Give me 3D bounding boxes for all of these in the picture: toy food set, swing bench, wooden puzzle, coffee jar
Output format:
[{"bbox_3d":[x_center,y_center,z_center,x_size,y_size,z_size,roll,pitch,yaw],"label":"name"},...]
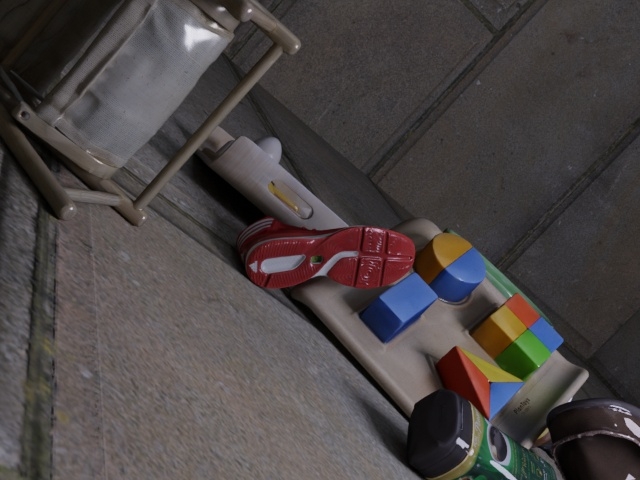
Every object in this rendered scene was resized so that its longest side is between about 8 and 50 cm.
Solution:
[{"bbox_3d":[-0.066,-0.086,1.427,0.220,0.092,0.306,40,0,-16],"label":"toy food set"},{"bbox_3d":[-0.206,-0.190,0.912,0.254,0.253,0.165,45,9,11],"label":"swing bench"},{"bbox_3d":[0.177,0.113,1.273,0.348,0.080,0.322,43,38,14],"label":"wooden puzzle"},{"bbox_3d":[0.175,0.245,1.052,0.184,0.079,0.096,40,33,-21],"label":"coffee jar"}]

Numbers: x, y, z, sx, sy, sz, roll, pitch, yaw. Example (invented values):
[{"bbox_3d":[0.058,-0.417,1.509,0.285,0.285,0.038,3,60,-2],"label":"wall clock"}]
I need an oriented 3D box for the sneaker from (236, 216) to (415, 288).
[{"bbox_3d":[0.000,0.000,1.212,0.221,0.087,0.128,2,21,-22],"label":"sneaker"}]

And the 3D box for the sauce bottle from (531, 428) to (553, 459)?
[{"bbox_3d":[0.289,0.245,1.456,0.344,0.111,0.111,34,13,-36],"label":"sauce bottle"}]

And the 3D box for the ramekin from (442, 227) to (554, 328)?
[{"bbox_3d":[0.326,0.129,2.020,0.303,0.148,0.303,41,9,-8],"label":"ramekin"}]

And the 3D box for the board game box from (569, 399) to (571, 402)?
[{"bbox_3d":[0.346,0.259,1.615,0.103,0.026,0.154,31,-21,5],"label":"board game box"}]

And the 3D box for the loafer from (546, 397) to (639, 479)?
[{"bbox_3d":[0.402,0.344,1.204,0.366,0.134,0.130,51,34,-20],"label":"loafer"}]
